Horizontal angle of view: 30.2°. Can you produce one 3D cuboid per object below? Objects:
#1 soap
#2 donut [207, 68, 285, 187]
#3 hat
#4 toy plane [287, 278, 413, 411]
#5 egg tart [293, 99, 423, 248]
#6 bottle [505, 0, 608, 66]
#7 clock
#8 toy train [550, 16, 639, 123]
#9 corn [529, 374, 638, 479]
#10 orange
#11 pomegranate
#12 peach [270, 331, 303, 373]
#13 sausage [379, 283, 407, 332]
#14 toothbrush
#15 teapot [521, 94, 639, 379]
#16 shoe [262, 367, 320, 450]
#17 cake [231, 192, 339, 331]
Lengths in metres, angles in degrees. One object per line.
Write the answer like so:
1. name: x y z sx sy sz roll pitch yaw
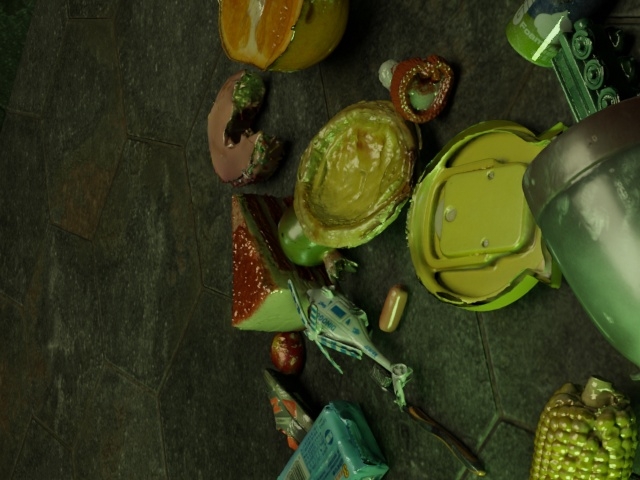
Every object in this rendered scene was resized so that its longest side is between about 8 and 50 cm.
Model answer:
1. soap: 0.015 0.405 2.049 0.293 0.077 0.156 -59 43 38
2. donut: -0.148 -0.208 2.342 0.199 0.085 0.233 -47 51 45
3. hat: 0.144 -0.256 1.904 0.162 0.094 0.112 -125 55 -68
4. toy plane: 0.059 0.153 1.953 0.273 0.107 0.182 22 144 53
5. egg tart: 0.071 -0.105 1.956 0.279 0.095 0.279 -22 57 38
6. bottle: 0.364 -0.374 1.536 0.330 0.093 0.093 -56 44 40
7. clock: 0.249 -0.034 1.714 0.293 0.071 0.277 3 79 49
8. toy train: 0.359 -0.202 1.546 0.111 0.071 0.170 -44 59 53
9. corn: 0.324 0.330 1.520 0.130 0.130 0.347 35 121 53
10. orange: -0.072 -0.419 2.090 0.310 0.274 0.274 -51 -34 -86
11. pomegranate: 0.002 -0.007 2.063 0.159 0.129 0.129 29 113 35
12. peach: -0.066 0.210 2.219 0.077 0.050 0.083 -12 81 58
13. sausage: 0.119 0.111 1.944 0.034 0.034 0.083 43 123 50
14. toothbrush: 0.164 0.283 1.874 0.321 0.023 0.031 42 125 51
15. teapot: 0.427 0.002 1.333 0.315 0.233 0.312 -30 67 22
16. shoe: -0.064 0.307 2.167 0.077 0.074 0.194 -54 43 8
17. cake: -0.069 0.026 2.135 0.160 0.158 0.262 -17 73 53
